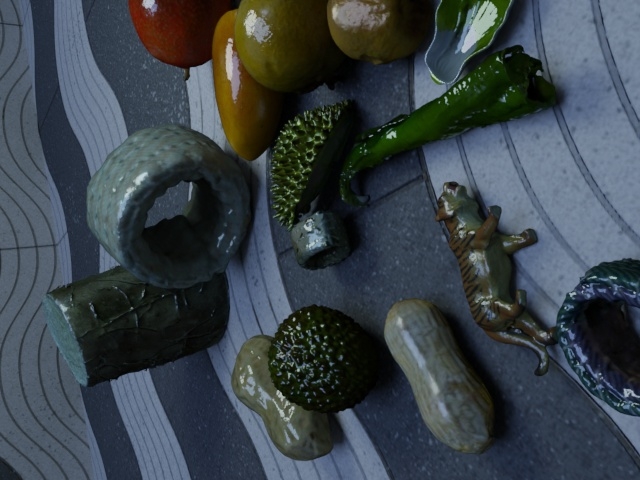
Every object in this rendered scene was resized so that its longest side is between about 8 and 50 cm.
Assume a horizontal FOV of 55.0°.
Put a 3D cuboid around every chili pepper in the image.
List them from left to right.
[{"bbox_3d":[0.126,-0.130,0.759,0.359,0.085,0.076,-24,36,58],"label":"chili pepper"}]

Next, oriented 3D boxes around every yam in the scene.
[{"bbox_3d":[-0.375,0.149,1.291,0.241,0.348,0.240,34,133,46],"label":"yam"}]

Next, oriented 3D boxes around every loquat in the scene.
[{"bbox_3d":[-0.040,-0.302,0.864,0.149,0.172,0.204,16,133,60],"label":"loquat"},{"bbox_3d":[0.074,-0.291,0.775,0.137,0.113,0.137,-7,74,27],"label":"loquat"}]

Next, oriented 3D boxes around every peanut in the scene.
[{"bbox_3d":[-0.073,0.266,1.040,0.256,0.124,0.123,50,132,41],"label":"peanut"},{"bbox_3d":[0.144,0.163,0.754,0.087,0.087,0.206,-54,52,43],"label":"peanut"}]

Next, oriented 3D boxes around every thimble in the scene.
[{"bbox_3d":[-0.277,-0.057,1.158,0.195,0.292,0.291,39,125,44],"label":"thimble"},{"bbox_3d":[0.000,0.000,0.927,0.110,0.085,0.062,95,158,-69],"label":"thimble"},{"bbox_3d":[0.287,0.085,0.541,0.135,0.090,0.118,43,127,43],"label":"thimble"}]

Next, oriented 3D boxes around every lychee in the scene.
[{"bbox_3d":[0.006,0.177,0.891,0.171,0.171,0.171,11,103,53],"label":"lychee"}]

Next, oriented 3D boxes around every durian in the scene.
[{"bbox_3d":[-0.033,-0.114,0.925,0.096,0.137,0.220,28,122,15],"label":"durian"}]

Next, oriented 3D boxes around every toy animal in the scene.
[{"bbox_3d":[0.199,0.036,0.696,0.099,0.057,0.241,-33,70,58],"label":"toy animal"}]

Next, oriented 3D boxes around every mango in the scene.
[{"bbox_3d":[-0.117,-0.259,1.027,0.154,0.126,0.252,-146,57,-60],"label":"mango"}]

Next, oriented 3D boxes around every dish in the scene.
[{"bbox_3d":[0.172,-0.241,0.702,0.091,0.039,0.137,52,134,30],"label":"dish"}]

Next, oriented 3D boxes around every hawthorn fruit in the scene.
[{"bbox_3d":[-0.262,-0.408,1.163,0.196,0.197,0.225,44,145,42],"label":"hawthorn fruit"}]
